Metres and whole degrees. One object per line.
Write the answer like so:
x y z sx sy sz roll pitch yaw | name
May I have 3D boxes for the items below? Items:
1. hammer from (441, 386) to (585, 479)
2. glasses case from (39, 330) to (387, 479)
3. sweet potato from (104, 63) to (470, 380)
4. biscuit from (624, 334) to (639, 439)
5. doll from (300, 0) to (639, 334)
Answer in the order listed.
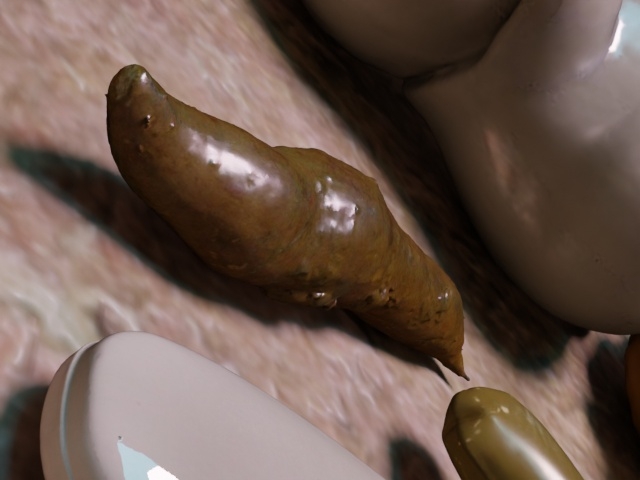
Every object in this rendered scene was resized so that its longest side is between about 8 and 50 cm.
0.139 0.189 0.558 0.305 0.113 0.202 55 21 11 | hammer
-0.006 0.101 0.451 0.204 0.051 0.081 41 29 -29 | glasses case
0.000 0.000 0.581 0.274 0.067 0.067 34 32 -49 | sweet potato
0.317 0.150 0.837 0.325 0.107 0.326 28 16 -9 | biscuit
0.133 -0.110 0.780 0.215 0.226 0.370 -42 104 -30 | doll
